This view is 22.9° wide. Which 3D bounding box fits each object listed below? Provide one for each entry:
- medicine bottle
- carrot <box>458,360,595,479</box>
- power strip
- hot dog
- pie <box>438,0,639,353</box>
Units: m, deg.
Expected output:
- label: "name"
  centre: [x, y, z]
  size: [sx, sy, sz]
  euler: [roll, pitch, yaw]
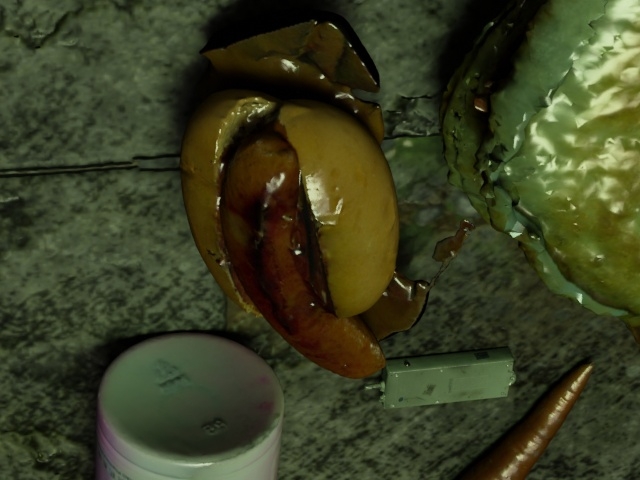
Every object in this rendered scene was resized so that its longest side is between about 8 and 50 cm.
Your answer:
- label: "medicine bottle"
  centre: [-0.114, 0.218, 1.326]
  size: [0.152, 0.152, 0.254]
  euler: [-2, 129, -12]
- label: "carrot"
  centre: [0.186, 0.188, 1.454]
  size: [0.048, 0.048, 0.216]
  euler: [24, 116, -30]
- label: "power strip"
  centre: [0.104, 0.121, 1.387]
  size: [0.136, 0.019, 0.051]
  euler: [-5, 132, -10]
- label: "hot dog"
  centre: [-0.006, -0.001, 1.149]
  size: [0.194, 0.107, 0.326]
  euler: [-6, 132, 30]
- label: "pie"
  centre: [0.302, -0.121, 1.135]
  size: [0.418, 0.180, 0.395]
  euler: [-44, 127, 13]
